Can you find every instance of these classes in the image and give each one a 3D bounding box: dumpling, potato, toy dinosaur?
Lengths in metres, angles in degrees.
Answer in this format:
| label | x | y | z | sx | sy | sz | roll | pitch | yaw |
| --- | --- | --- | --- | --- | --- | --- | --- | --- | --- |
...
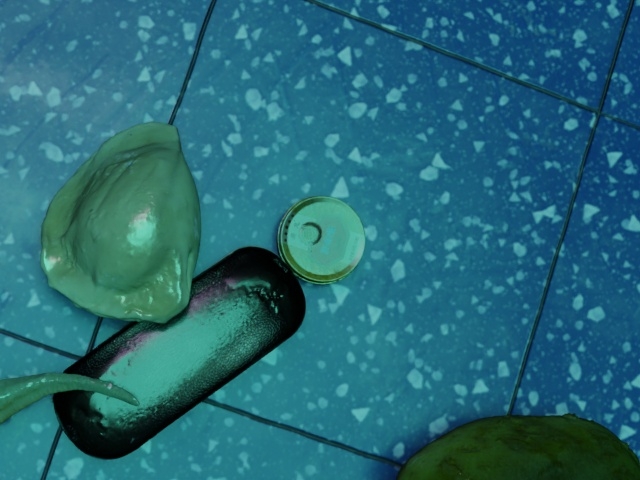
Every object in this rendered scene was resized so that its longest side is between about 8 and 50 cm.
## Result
| label | x | y | z | sx | sy | sz | roll | pitch | yaw |
| --- | --- | --- | --- | --- | --- | --- | --- | --- | --- |
| dumpling | -0.224 | -0.024 | 1.464 | 0.179 | 0.131 | 0.252 | -7 | 68 | 10 |
| potato | 0.235 | 0.299 | 1.483 | 0.307 | 0.173 | 0.210 | 5 | 84 | -13 |
| toy dinosaur | -0.393 | 0.162 | 1.409 | 0.393 | 0.092 | 0.205 | 5 | 91 | -8 |

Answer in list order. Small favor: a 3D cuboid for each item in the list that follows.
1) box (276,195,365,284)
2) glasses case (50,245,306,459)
| label | x | y | z | sx | sy | sz | roll | pitch | yaw |
| --- | --- | --- | --- | --- | --- | --- | --- | --- | --- |
| box | 0.000 | 0.000 | 1.542 | 0.105 | 0.037 | 0.105 | 1 | 82 | -11 |
| glasses case | -0.157 | 0.125 | 1.476 | 0.314 | 0.075 | 0.122 | -36 | 91 | -13 |
